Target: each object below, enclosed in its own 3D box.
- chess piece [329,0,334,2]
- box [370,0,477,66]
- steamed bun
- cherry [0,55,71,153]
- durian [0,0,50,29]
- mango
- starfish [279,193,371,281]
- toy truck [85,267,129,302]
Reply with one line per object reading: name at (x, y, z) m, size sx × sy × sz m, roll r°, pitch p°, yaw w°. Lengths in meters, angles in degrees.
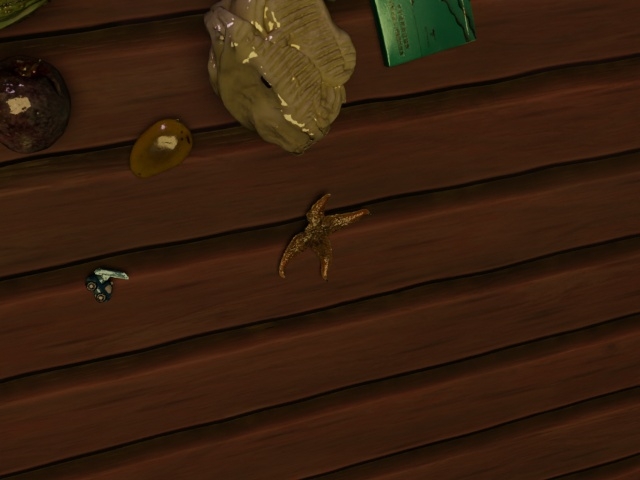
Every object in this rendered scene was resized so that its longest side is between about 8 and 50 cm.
chess piece at (-0.047, -0.631, 1.441) m, size 0.271 × 0.139 × 0.139 m, roll 32°, pitch 97°, yaw -10°
box at (0.240, -0.510, 1.586) m, size 0.226 × 0.042 × 0.161 m, roll -19°, pitch 112°, yaw -8°
steamed bun at (-0.111, -0.359, 1.442) m, size 0.346 × 0.237 × 0.395 m, roll 3°, pitch 77°, yaw -38°
cherry at (-0.589, -0.266, 1.372) m, size 0.194 × 0.195 × 0.195 m, roll -4°, pitch 109°, yaw -13°
durian at (-0.676, -0.457, 1.275) m, size 0.393 × 0.198 × 0.163 m, roll -5°, pitch 102°, yaw -3°
mango at (-0.355, -0.198, 1.516) m, size 0.161 × 0.076 × 0.103 m, roll -38°, pitch 119°, yaw 9°
starfish at (0.001, 0.000, 1.689) m, size 0.138 × 0.050 × 0.248 m, roll 27°, pitch 106°, yaw -21°
toy truck at (-0.492, 0.096, 1.588) m, size 0.090 × 0.056 × 0.073 m, roll -37°, pitch 107°, yaw -14°
